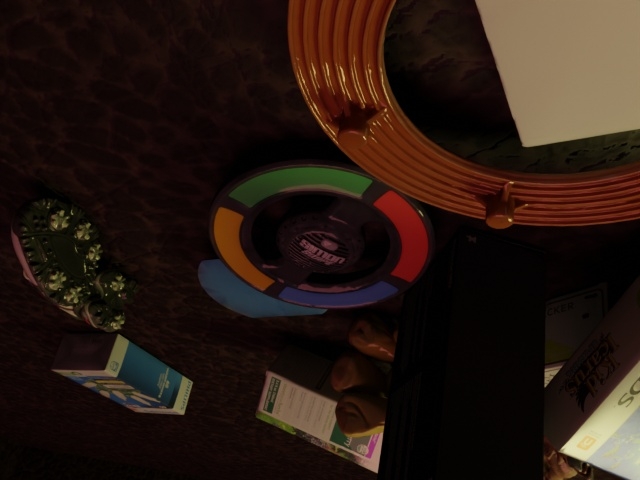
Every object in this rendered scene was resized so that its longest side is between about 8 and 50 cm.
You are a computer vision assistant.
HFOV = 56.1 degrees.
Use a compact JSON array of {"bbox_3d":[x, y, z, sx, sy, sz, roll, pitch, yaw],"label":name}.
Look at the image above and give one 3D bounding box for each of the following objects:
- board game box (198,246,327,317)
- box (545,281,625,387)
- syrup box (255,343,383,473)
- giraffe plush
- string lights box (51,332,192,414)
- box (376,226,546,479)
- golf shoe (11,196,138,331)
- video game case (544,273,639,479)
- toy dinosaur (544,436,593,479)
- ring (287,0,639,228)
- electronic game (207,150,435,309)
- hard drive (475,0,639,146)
[{"bbox_3d":[-0.063,0.046,0.743,0.168,0.033,0.133,-6,141,21],"label":"board game box"},{"bbox_3d":[0.369,0.165,0.742,0.289,0.087,0.169,28,146,-25],"label":"box"},{"bbox_3d":[0.030,0.263,0.938,0.236,0.096,0.093,21,114,13],"label":"syrup box"},{"bbox_3d":[0.136,0.206,0.828,0.210,0.182,0.170,16,167,29],"label":"giraffe plush"},{"bbox_3d":[-0.384,0.269,1.196,0.133,0.077,0.260,-4,146,23],"label":"string lights box"},{"bbox_3d":[0.142,0.148,0.620,0.103,0.261,0.184,15,150,-3],"label":"box"},{"bbox_3d":[-0.338,0.038,0.769,0.120,0.105,0.273,14,150,11],"label":"golf shoe"},{"bbox_3d":[0.373,0.132,0.573,0.269,0.061,0.244,26,107,-24],"label":"video game case"},{"bbox_3d":[0.352,0.302,0.955,0.200,0.127,0.295,42,160,-17],"label":"toy dinosaur"},{"bbox_3d":[0.143,-0.095,0.346,0.336,0.032,0.337,9,151,5],"label":"ring"},{"bbox_3d":[0.000,0.000,0.605,0.229,0.048,0.229,5,140,4],"label":"electronic game"},{"bbox_3d":[0.253,-0.158,0.279,0.352,0.047,0.233,-7,145,28],"label":"hard drive"}]
